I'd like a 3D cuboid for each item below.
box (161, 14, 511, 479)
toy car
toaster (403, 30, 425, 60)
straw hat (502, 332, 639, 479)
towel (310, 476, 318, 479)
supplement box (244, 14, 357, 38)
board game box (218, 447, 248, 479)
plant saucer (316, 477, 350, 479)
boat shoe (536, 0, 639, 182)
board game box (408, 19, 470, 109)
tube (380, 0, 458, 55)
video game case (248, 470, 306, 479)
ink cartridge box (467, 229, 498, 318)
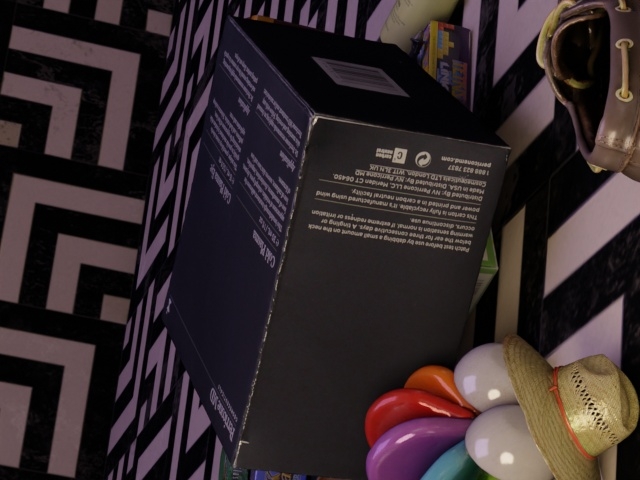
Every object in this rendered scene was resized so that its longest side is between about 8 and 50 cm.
[{"bbox_3d":[0.000,0.000,1.772,0.343,0.179,0.312,-125,46,-65],"label":"box"},{"bbox_3d":[0.101,0.170,1.569,0.182,0.136,0.159,-96,22,-54],"label":"toy car"},{"bbox_3d":[0.018,-0.126,2.044,0.168,0.110,0.185,176,106,-75],"label":"toaster"},{"bbox_3d":[0.189,0.115,1.394,0.061,0.144,0.144,-30,34,19],"label":"straw hat"},{"bbox_3d":[0.030,0.169,2.107,0.243,0.040,0.336,160,121,-76],"label":"towel"},{"bbox_3d":[-0.011,-0.165,2.232,0.191,0.194,0.129,-164,86,-77],"label":"supplement box"},{"bbox_3d":[-0.102,0.295,2.265,0.259,0.030,0.136,-87,5,-49],"label":"board game box"},{"bbox_3d":[0.035,0.299,1.906,0.198,0.036,0.198,-37,48,55],"label":"plant saucer"},{"bbox_3d":[0.214,-0.135,1.447,0.324,0.097,0.116,-99,24,-58],"label":"boat shoe"},{"bbox_3d":[0.105,-0.113,2.014,0.141,0.048,0.170,125,154,-56],"label":"board game box"},{"bbox_3d":[0.133,-0.292,2.045,0.070,0.062,0.240,48,132,22],"label":"tube"},{"bbox_3d":[-0.054,0.275,2.252,0.244,0.061,0.269,108,170,-70],"label":"video game case"},{"bbox_3d":[0.105,-0.027,1.855,0.109,0.062,0.209,117,154,-46],"label":"ink cartridge box"}]
